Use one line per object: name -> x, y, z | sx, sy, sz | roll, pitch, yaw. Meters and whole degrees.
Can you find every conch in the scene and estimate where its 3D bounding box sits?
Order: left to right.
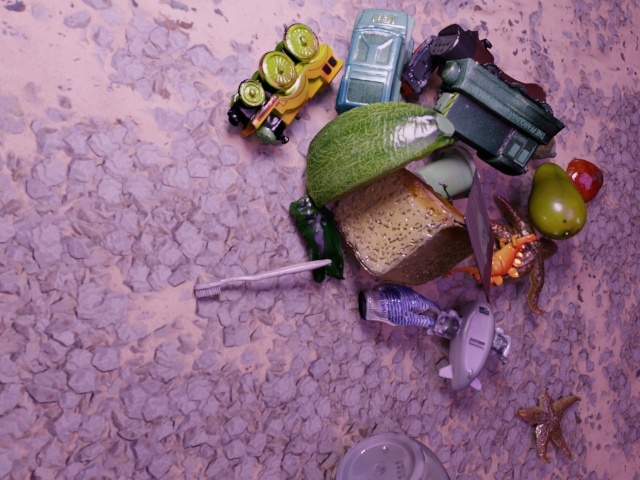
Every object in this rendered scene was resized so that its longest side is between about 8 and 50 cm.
conch -> 0.663, -0.311, 1.292 | 0.172, 0.105, 0.116 | 29, 53, -40

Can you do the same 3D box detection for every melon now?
melon -> 0.111, -0.200, 0.895 | 0.124, 0.323, 0.197 | 18, 63, -44

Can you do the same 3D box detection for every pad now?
pad -> 0.366, -0.025, 0.950 | 0.300, 0.005, 0.202 | -50, 123, -54

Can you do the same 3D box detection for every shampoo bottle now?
shampoo bottle -> 0.172, 0.603, 0.931 | 0.272, 0.273, 0.267 | -29, 106, -23

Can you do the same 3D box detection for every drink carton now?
drink carton -> 0.310, -0.156, 1.101 | 0.142, 0.146, 0.144 | -23, 97, -16

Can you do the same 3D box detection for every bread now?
bread -> 0.226, -0.040, 1.033 | 0.279, 0.248, 0.315 | 54, 20, 21

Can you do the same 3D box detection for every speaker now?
speaker -> 0.397, -0.386, 1.125 | 0.329, 0.259, 0.198 | 22, 35, -26

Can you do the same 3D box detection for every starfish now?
starfish -> 0.615, 0.041, 1.261 | 0.326, 0.094, 0.376 | -7, 86, -24
starfish -> 0.736, 0.582, 1.327 | 0.294, 0.048, 0.232 | -3, 79, -27

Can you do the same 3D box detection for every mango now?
mango -> 0.703, -0.121, 1.257 | 0.175, 0.142, 0.293 | 43, 43, -23

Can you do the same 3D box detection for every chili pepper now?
chili pepper -> 0.001, 0.000, 0.987 | 0.097, 0.061, 0.225 | -26, 98, -24

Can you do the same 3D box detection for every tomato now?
tomato -> 0.903, -0.207, 1.418 | 0.155, 0.069, 0.156 | 1, 87, -25

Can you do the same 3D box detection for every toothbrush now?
toothbrush -> -0.120, 0.080, 0.920 | 0.306, 0.025, 0.030 | -11, 101, -15

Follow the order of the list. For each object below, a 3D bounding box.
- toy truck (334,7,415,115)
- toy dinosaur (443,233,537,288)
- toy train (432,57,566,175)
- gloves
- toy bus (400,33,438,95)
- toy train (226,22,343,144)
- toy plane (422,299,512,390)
toy truck -> 0.128, -0.403, 0.980 | 0.154, 0.156, 0.279 | 12, 82, 10
toy dinosaur -> 0.490, 0.072, 1.172 | 0.288, 0.070, 0.117 | -29, 88, -3
toy train -> 0.406, -0.288, 0.995 | 0.329, 0.138, 0.178 | 25, 104, -17
gloves -> 0.204, 0.167, 1.052 | 0.228, 0.097, 0.119 | 10, 47, -22
toy bus -> 0.263, -0.466, 1.116 | 0.079, 0.077, 0.174 | 43, 71, -18
toy train -> -0.079, -0.343, 0.937 | 0.160, 0.100, 0.296 | 41, 72, -20
toy plane -> 0.401, 0.283, 1.137 | 0.251, 0.118, 0.253 | 1, 81, -8
